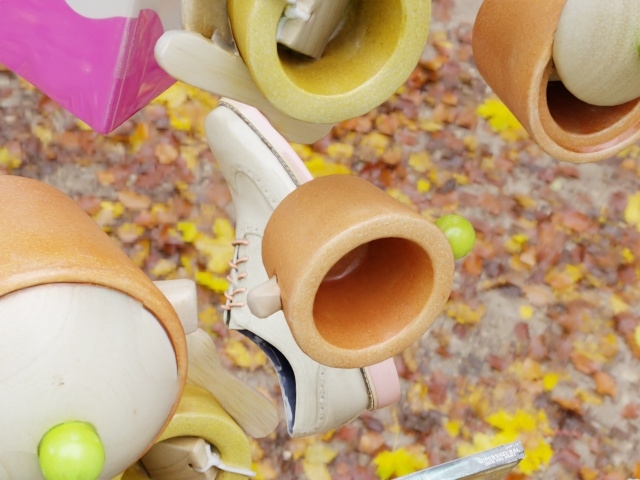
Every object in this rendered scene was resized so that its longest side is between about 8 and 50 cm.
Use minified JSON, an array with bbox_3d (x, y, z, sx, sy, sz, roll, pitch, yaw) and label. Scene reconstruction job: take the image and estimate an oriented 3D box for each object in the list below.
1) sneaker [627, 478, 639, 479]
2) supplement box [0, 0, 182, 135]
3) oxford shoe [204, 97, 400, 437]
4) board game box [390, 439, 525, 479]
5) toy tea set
[{"bbox_3d":[0.314,0.194,0.704,0.105,0.281,0.115,12,71,-56],"label":"sneaker"},{"bbox_3d":[-0.069,-0.166,0.544,0.114,0.111,0.220,34,46,7],"label":"supplement box"},{"bbox_3d":[-0.051,0.030,1.245,0.146,0.140,0.397,-26,90,-14],"label":"oxford shoe"},{"bbox_3d":[0.152,0.304,1.391,0.186,0.126,0.026,-12,63,-22],"label":"board game box"},{"bbox_3d":[0.000,0.000,0.399,0.336,0.200,0.124,-44,41,4],"label":"toy tea set"}]
